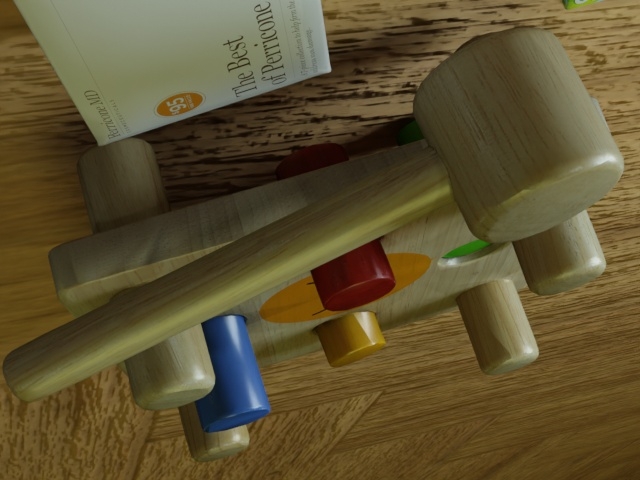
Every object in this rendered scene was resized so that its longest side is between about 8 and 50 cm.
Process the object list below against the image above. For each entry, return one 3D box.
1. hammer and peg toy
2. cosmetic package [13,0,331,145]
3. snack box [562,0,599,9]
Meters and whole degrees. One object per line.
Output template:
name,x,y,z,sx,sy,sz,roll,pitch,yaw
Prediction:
hammer and peg toy,0.000,0.000,0.545,0.266,0.127,0.361,-16,162,-3
cosmetic package,-0.058,-0.115,0.332,0.099,0.060,0.239,-17,158,-1
snack box,0.167,-0.150,0.452,0.141,0.037,0.100,-16,160,-6
